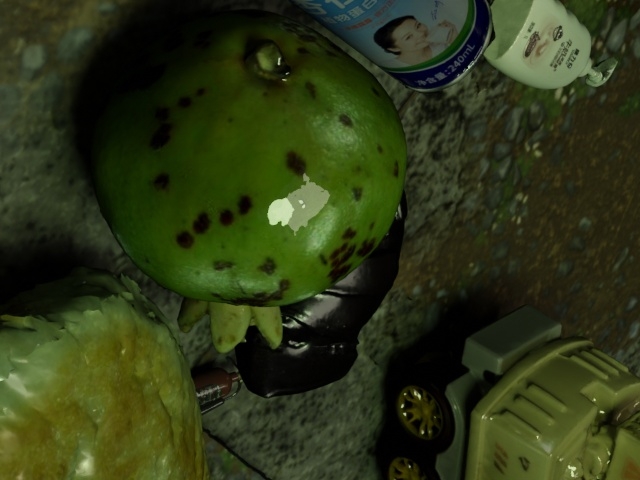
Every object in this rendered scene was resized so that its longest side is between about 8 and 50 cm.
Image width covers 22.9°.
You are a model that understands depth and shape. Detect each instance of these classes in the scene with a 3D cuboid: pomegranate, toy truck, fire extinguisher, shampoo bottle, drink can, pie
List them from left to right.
[{"bbox_3d":[-0.221,0.204,1.057,0.418,0.180,0.395,-20,126,-44],"label":"pie"},{"bbox_3d":[-0.094,0.124,1.233,0.100,0.032,0.046,-17,113,-30],"label":"fire extinguisher"},{"bbox_3d":[-0.052,-0.035,1.065,0.211,0.211,0.263,-24,146,-33],"label":"pomegranate"},{"bbox_3d":[0.026,-0.191,1.119,0.235,0.097,0.097,31,90,-48],"label":"drink can"},{"bbox_3d":[0.179,0.267,1.424,0.181,0.254,0.405,-22,130,-40],"label":"toy truck"},{"bbox_3d":[0.197,-0.161,1.339,0.152,0.045,0.077,23,96,-49],"label":"shampoo bottle"}]

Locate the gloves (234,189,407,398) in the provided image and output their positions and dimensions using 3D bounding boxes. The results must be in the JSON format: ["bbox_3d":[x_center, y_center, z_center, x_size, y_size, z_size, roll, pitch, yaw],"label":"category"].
[{"bbox_3d":[0.000,0.000,1.200,0.164,0.124,0.203,-29,142,-53],"label":"gloves"}]
